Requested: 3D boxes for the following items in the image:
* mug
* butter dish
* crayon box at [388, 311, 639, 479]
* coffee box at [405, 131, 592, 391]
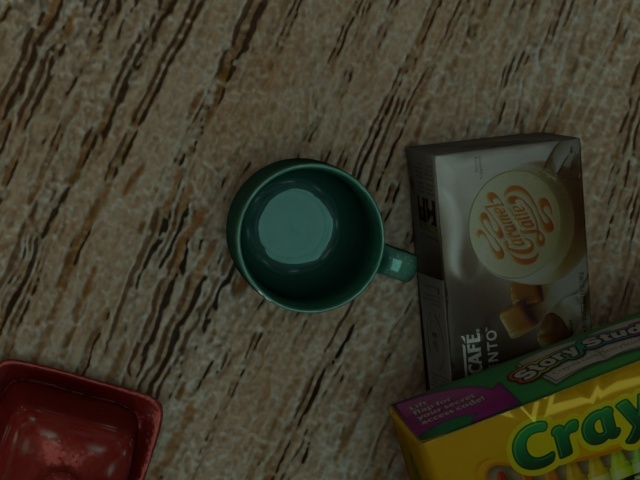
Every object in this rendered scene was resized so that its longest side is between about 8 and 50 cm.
[{"bbox_3d":[-0.009,0.003,1.237,0.129,0.097,0.158,-40,104,-5],"label":"mug"},{"bbox_3d":[-0.225,0.200,1.206,0.160,0.118,0.160,18,93,-14],"label":"butter dish"},{"bbox_3d":[0.278,0.233,1.237,0.363,0.106,0.313,-20,109,-9],"label":"crayon box"},{"bbox_3d":[0.163,0.033,1.277,0.141,0.098,0.247,-6,99,-12],"label":"coffee box"}]
